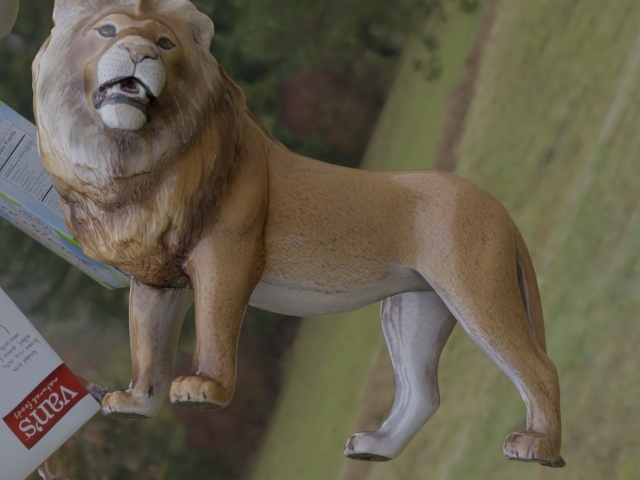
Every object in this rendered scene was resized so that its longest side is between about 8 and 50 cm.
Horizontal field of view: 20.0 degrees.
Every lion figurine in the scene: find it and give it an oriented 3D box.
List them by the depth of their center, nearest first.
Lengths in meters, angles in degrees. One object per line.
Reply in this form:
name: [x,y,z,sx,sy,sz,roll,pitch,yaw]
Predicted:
lion figurine: [0.000,0.000,1.093,0.142,0.392,0.240,-18,61,55]

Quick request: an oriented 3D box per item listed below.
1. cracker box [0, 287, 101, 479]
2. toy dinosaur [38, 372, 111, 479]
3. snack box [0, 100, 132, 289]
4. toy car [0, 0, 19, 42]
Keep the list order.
cracker box: [-0.276,0.075,1.173,0.156,0.232,0.067,-44,9,-33]
toy dinosaur: [-0.334,0.157,1.833,0.127,0.200,0.295,-26,29,31]
snack box: [-0.238,-0.041,1.576,0.070,0.207,0.174,-58,12,-11]
toy car: [-0.221,-0.219,1.207,0.182,0.159,0.136,-42,-15,27]
